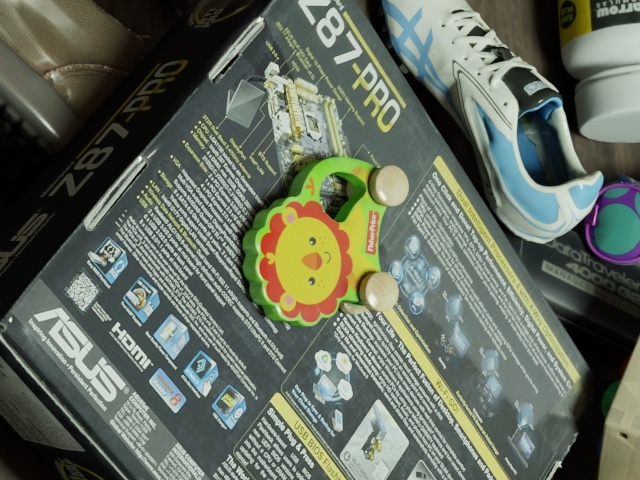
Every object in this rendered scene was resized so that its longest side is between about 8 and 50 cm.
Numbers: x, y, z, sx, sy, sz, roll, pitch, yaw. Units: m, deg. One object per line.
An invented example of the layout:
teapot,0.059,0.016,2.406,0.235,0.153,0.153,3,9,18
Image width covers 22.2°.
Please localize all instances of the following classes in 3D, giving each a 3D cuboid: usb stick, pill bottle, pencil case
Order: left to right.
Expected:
usb stick,0.182,0.028,1.208,0.278,0.045,0.077,25,57,-26
pill bottle,0.241,-0.187,1.249,0.119,0.119,0.208,6,76,-32
pencil case,0.260,-0.021,1.236,0.151,0.070,0.064,-9,124,-51

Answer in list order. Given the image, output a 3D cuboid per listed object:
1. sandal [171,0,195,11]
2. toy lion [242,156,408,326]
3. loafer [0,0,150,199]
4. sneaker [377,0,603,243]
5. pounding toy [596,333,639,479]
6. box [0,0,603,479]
sandal,-0.132,-0.223,1.057,0.049,0.072,0.180,-31,101,-12
toy lion,0.000,0.000,0.918,0.096,0.034,0.100,13,78,-35
loafer,-0.239,-0.183,0.945,0.366,0.134,0.130,51,54,-24
sneaker,0.122,-0.112,1.157,0.085,0.086,0.237,-17,72,-45
pounding toy,0.261,0.126,1.184,0.094,0.206,0.181,17,55,18
box,-0.009,0.073,0.991,0.318,0.097,0.395,-53,123,-28
